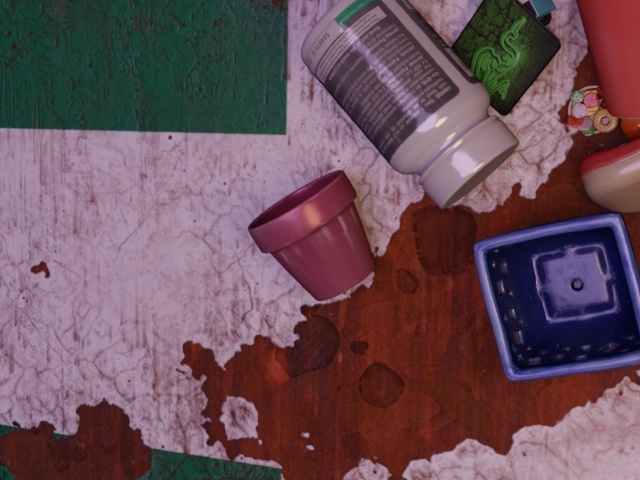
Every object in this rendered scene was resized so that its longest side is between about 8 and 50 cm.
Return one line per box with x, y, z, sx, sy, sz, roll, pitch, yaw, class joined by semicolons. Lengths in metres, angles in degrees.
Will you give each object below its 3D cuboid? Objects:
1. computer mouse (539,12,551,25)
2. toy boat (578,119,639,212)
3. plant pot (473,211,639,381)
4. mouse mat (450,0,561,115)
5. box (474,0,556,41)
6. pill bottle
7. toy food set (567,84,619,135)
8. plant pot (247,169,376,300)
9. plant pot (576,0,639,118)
0.330;-0.471;1.603;0.071;0.041;0.242;-20;97;46;computer mouse
0.522;-0.148;1.527;0.231;0.151;0.151;-25;56;21;toy boat
0.401;0.080;1.543;0.236;0.212;0.236;-13;91;21;plant pot
0.300;-0.314;1.595;0.152;0.007;0.189;46;142;10;mouse mat
0.283;-0.462;1.575;0.100;0.060;0.244;-25;93;51;box
0.151;-0.242;1.607;0.204;0.204;0.361;-43;80;20;pill bottle
0.452;-0.216;1.592;0.082;0.020;0.083;-5;95;22;toy food set
0.000;0.000;1.710;0.201;0.201;0.180;-27;102;21;plant pot
0.519;-0.320;1.438;0.275;0.275;0.243;-4;106;21;plant pot
